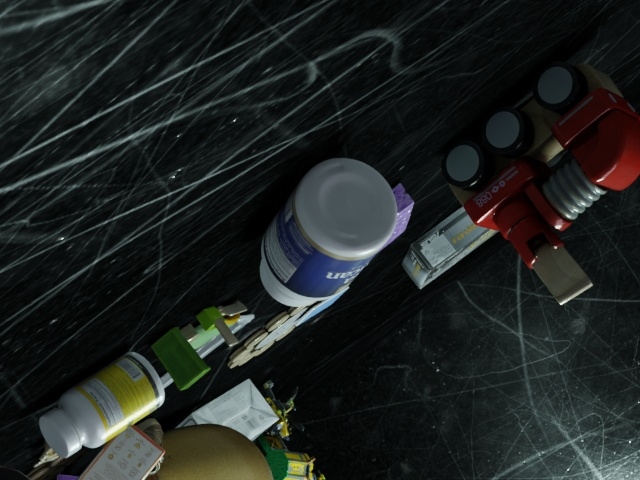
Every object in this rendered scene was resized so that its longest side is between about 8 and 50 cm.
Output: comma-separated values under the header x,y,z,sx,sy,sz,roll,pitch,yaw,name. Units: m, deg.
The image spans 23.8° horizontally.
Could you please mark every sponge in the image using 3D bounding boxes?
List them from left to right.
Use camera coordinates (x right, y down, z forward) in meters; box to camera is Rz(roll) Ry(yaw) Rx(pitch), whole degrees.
x,y,z,sx,sy,sz,roll,pitch,yaw,name
0.054,-0.005,1.832,0.117,0.031,0.210,-36,173,-6,sponge

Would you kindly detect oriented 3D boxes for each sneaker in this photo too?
x,y,z,sx,sy,sz,roll,pitch,yaw,name
-0.246,0.290,2.065,0.066,0.071,0.188,-38,172,6,sneaker

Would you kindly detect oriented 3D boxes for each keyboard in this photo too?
x,y,z,sx,sy,sz,roll,pitch,yaw,name
-0.187,0.170,1.863,0.256,0.014,0.072,-38,177,9,keyboard

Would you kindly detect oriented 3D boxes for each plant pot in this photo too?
x,y,z,sx,sy,sz,roll,pitch,yaw,name
-0.227,0.380,2.239,0.237,0.237,0.254,-39,157,12,plant pot

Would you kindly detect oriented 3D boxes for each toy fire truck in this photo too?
x,y,z,sx,sy,sz,roll,pitch,yaw,name
0.276,-0.052,1.711,0.217,0.246,0.158,-40,155,22,toy fire truck

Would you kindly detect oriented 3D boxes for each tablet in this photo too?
x,y,z,sx,sy,sz,roll,pitch,yaw,name
0.002,0.093,2.160,0.083,0.006,0.054,-29,168,-44,tablet

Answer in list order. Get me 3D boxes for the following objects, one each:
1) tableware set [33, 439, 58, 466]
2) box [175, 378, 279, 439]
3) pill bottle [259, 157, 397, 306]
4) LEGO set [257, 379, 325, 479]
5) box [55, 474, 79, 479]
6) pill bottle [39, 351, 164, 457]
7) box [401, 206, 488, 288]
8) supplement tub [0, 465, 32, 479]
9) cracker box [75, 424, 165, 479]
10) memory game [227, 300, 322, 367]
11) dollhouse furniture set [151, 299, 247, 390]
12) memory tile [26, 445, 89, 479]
x,y,z,sx,sy,sz,roll,pitch,yaw,name
-0.258,0.206,1.722,0.169,0.020,0.141,-36,172,-7,tableware set
-0.219,0.362,2.534,0.290,0.087,0.169,-44,170,38,box
0.000,0.000,1.397,0.094,0.094,0.169,-33,171,-28,pill bottle
-0.111,0.432,2.706,0.192,0.255,0.331,16,112,-47,LEGO set
-0.356,0.448,2.089,0.057,0.200,0.293,8,160,-10,box
-0.217,0.164,1.500,0.116,0.065,0.065,-31,170,-32,pill bottle
0.243,-0.021,2.466,0.231,0.056,0.183,-36,171,-8,box
-0.366,0.319,1.592,0.106,0.106,0.198,-30,168,-43,supplement tub
-0.289,0.332,1.878,0.232,0.067,0.156,-50,-179,-10,cracker box
-0.056,0.120,2.135,0.186,0.012,0.186,-36,171,-7,memory game
-0.122,0.115,1.650,0.076,0.058,0.152,-39,172,17,dollhouse furniture set
-0.351,0.296,1.856,0.148,0.012,0.113,-37,172,-2,memory tile
